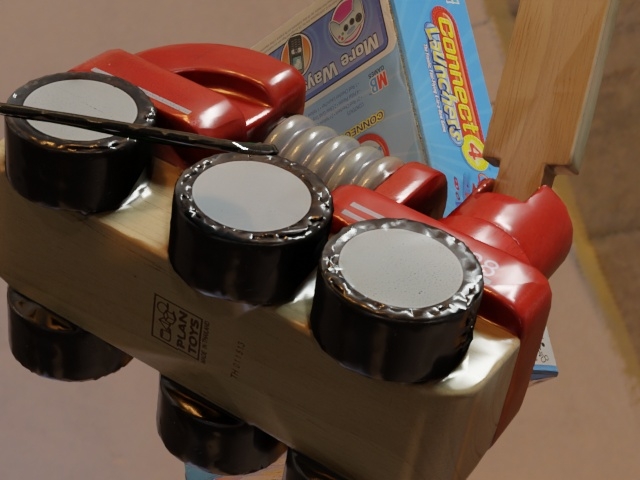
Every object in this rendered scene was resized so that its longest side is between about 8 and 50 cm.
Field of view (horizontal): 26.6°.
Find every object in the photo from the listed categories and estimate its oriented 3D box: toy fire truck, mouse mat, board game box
[{"bbox_3d":[0.015,-0.034,0.567,0.217,0.246,0.158,26,-50,22],"label":"toy fire truck"},{"bbox_3d":[-0.110,-0.039,0.377,0.189,0.152,0.007,7,-87,-7],"label":"mouse mat"},{"bbox_3d":[0.000,0.000,1.002,0.308,0.086,0.302,-28,-115,42],"label":"board game box"}]
